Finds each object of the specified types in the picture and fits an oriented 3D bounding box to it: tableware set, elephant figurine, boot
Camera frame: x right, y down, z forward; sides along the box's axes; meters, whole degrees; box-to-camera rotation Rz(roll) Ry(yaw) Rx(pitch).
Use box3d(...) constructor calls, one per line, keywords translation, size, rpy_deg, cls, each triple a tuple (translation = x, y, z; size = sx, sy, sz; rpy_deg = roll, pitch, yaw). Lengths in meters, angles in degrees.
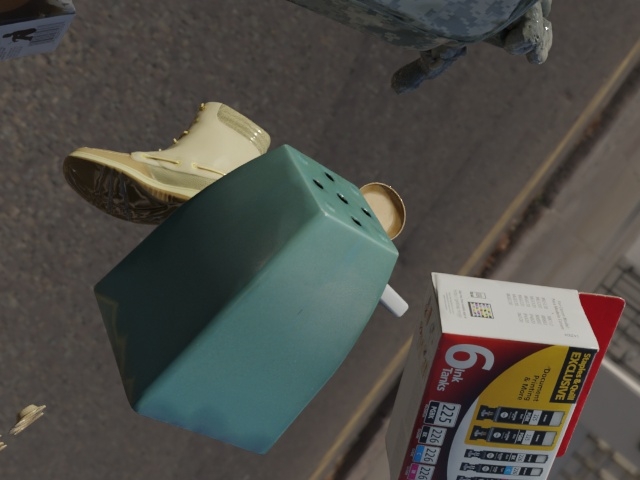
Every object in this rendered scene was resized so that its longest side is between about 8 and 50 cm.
box3d(translation=(-0.500, 0.308, 1.782), size=(0.141, 0.020, 0.168), rpy_deg=(-36, 173, -20), cls="tableware set")
box3d(translation=(0.197, -0.316, 1.578), size=(0.169, 0.239, 0.186), rpy_deg=(23, 69, -68), cls="elephant figurine")
box3d(translation=(-0.213, -0.119, 1.593), size=(0.095, 0.262, 0.203), rpy_deg=(103, 2, -48), cls="boot")

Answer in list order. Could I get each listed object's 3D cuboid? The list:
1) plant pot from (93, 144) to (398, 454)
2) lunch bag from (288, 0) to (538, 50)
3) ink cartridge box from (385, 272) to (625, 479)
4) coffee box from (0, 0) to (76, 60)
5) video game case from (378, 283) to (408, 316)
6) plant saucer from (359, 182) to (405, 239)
box3d(translation=(-0.057, 0.042, 1.024), size=(0.165, 0.165, 0.234), rpy_deg=(29, 112, -41), cls="plant pot")
box3d(translation=(0.069, -0.316, 1.022), size=(0.256, 0.305, 0.212), rpy_deg=(1, -107, 66), cls="lunch bag")
box3d(translation=(0.251, 0.213, 1.498), size=(0.130, 0.272, 0.309), rpy_deg=(-93, -169, -55), cls="ink cartridge box")
box3d(translation=(-0.447, -0.279, 1.237), size=(0.297, 0.168, 0.119), rpy_deg=(-17, 174, -28), cls="coffee box")
box3d(translation=(0.000, 0.000, 1.277), size=(0.022, 0.173, 0.190), rpy_deg=(-48, 119, -4), cls="video game case")
box3d(translation=(0.078, -0.038, 1.548), size=(0.083, 0.083, 0.015), rpy_deg=(-39, -172, -28), cls="plant saucer")
